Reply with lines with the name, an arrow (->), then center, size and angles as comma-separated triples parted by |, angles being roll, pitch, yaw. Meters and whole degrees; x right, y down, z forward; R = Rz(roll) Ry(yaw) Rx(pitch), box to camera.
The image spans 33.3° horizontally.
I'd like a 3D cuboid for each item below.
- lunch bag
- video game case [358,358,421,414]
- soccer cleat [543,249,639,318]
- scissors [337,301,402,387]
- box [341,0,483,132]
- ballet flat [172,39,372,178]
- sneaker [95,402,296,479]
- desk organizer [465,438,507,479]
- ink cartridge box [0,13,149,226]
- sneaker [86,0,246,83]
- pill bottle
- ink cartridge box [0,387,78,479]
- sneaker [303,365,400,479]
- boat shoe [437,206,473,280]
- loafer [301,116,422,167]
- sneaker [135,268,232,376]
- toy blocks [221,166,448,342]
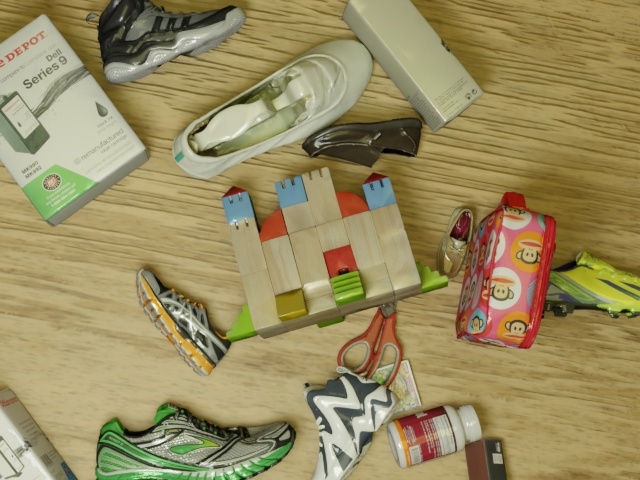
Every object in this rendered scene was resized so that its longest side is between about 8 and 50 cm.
lunch bag -> 0.306, 0.048, 1.790 | 0.120, 0.293, 0.258 | 10, 86, 0
video game case -> 0.109, 0.269, 1.894 | 0.122, 0.011, 0.087 | -16, 88, -6
soccer cleat -> 0.504, 0.076, 1.907 | 0.289, 0.093, 0.121 | 3, 79, -6
scissors -> 0.128, 0.125, 1.901 | 0.109, 0.021, 0.297 | 26, 79, 3
box -> 0.160, -0.330, 1.893 | 0.094, 0.113, 0.275 | -38, 91, -7
ballet flat -> -0.074, -0.231, 1.853 | 0.400, 0.139, 0.139 | -30, 89, -7
sneaker -> -0.211, 0.343, 1.797 | 0.343, 0.134, 0.146 | -7, 86, -5
desk organizer -> 0.294, 0.419, 1.881 | 0.047, 0.050, 0.130 | 9, 66, -37
ink cartridge box -> -0.462, -0.202, 1.818 | 0.211, 0.121, 0.289 | -37, 90, -7
sneaker -> -0.273, -0.387, 1.858 | 0.268, 0.101, 0.153 | -24, 91, -4
pill bottle -> 0.198, 0.336, 1.861 | 0.152, 0.086, 0.086 | -15, 87, -7
ink cartridge box -> -0.500, 0.353, 1.762 | 0.086, 0.148, 0.203 | -37, 89, -5
sneaker -> 0.013, 0.322, 1.848 | 0.153, 0.094, 0.235 | 37, 103, 16
boat shoe -> 0.241, 0.004, 1.908 | 0.050, 0.045, 0.135 | 12, 85, -4
loafer -> 0.077, -0.167, 1.887 | 0.220, 0.080, 0.078 | -9, 86, -6
sneaker -> -0.239, 0.131, 1.843 | 0.083, 0.084, 0.215 | -39, 94, -20
toy blocks -> 0.000, 0.000, 1.835 | 0.381, 0.191, 0.261 | -16, 75, 2
